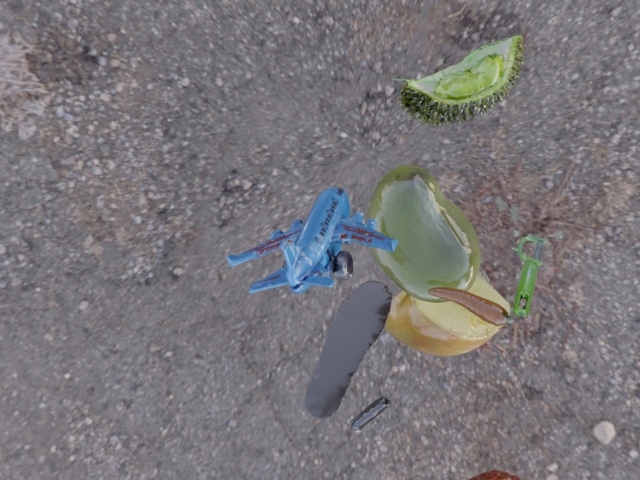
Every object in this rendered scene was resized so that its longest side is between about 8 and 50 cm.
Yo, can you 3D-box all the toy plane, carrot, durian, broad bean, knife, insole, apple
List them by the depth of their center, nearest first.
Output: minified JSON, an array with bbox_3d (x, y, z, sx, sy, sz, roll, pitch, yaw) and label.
[{"bbox_3d":[0.000,0.000,0.940,0.254,0.271,0.105,-6,111,23],"label":"toy plane"},{"bbox_3d":[0.242,0.102,1.024,0.142,0.035,0.035,24,99,15],"label":"carrot"},{"bbox_3d":[0.335,0.053,1.056,0.054,0.212,0.015,20,131,11],"label":"knife"},{"bbox_3d":[0.179,-0.013,1.151,0.189,0.121,0.263,-22,64,-13],"label":"broad bean"},{"bbox_3d":[0.057,0.223,1.357,0.111,0.007,0.328,20,66,19],"label":"insole"},{"bbox_3d":[0.380,-0.405,1.699,0.351,0.158,0.169,-21,87,8],"label":"durian"},{"bbox_3d":[0.338,0.205,1.798,0.314,0.309,0.252,-2,108,49],"label":"apple"}]

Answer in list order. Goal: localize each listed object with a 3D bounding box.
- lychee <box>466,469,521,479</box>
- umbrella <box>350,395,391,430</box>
[{"bbox_3d":[0.390,0.687,1.500,0.255,0.255,0.300,15,84,2],"label":"lychee"},{"bbox_3d":[0.120,0.421,1.553,0.036,0.031,0.133,46,121,4],"label":"umbrella"}]
